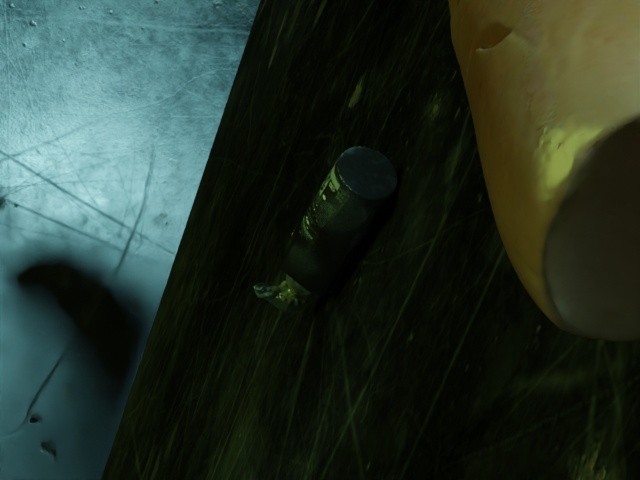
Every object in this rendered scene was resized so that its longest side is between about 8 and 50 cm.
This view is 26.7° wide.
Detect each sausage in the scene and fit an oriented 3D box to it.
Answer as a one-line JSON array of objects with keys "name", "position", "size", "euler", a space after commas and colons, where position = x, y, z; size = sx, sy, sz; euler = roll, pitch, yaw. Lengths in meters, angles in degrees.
[{"name": "sausage", "position": [0.123, -0.080, 0.606], "size": [0.304, 0.121, 0.121], "euler": [-90, 23, -58]}]

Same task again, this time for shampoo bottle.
[{"name": "shampoo bottle", "position": [0.001, -0.001, 1.200], "size": [0.207, 0.064, 0.057], "euler": [-58, 5, 48]}]
